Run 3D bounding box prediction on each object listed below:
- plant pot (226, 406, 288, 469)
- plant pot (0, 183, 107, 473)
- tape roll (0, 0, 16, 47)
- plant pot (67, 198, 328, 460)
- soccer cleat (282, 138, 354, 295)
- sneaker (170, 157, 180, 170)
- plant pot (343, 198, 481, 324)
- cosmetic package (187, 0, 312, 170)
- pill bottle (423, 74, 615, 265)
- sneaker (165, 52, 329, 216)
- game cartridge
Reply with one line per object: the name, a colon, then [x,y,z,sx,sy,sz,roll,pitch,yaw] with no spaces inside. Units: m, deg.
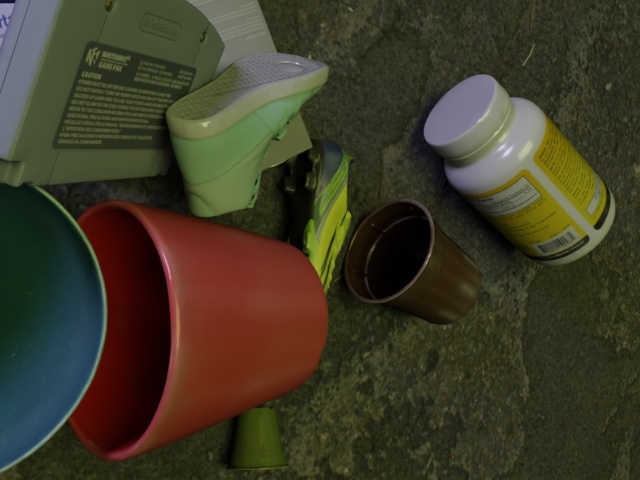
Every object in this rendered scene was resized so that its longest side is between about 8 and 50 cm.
plant pot: [-0.087,0.267,0.913,0.083,0.083,0.079,7,73,-34]
plant pot: [-0.376,0.070,0.641,0.290,0.195,0.290,1,89,-34]
tape roll: [-0.343,-0.232,0.623,0.274,0.274,0.090,-21,100,-33]
plant pot: [-0.141,0.094,0.777,0.243,0.274,0.275,2,88,-45]
soccer cleat: [0.001,0.000,0.965,0.121,0.093,0.289,10,84,-41]
sneaker: [-0.245,-0.129,0.825,0.209,0.069,0.082,29,108,-40]
plant pot: [0.152,0.044,1.033,0.165,0.167,0.167,29,73,-38]
cosmetic package: [-0.119,-0.203,0.882,0.127,0.107,0.238,-27,107,-31]
pill bottle: [0.332,-0.117,1.135,0.334,0.188,0.188,38,69,-28]
sneaker: [-0.081,-0.127,0.812,0.256,0.094,0.151,-40,143,-41]
game cartridge: [-0.196,-0.154,0.651,0.198,0.062,0.297,-69,168,13]
